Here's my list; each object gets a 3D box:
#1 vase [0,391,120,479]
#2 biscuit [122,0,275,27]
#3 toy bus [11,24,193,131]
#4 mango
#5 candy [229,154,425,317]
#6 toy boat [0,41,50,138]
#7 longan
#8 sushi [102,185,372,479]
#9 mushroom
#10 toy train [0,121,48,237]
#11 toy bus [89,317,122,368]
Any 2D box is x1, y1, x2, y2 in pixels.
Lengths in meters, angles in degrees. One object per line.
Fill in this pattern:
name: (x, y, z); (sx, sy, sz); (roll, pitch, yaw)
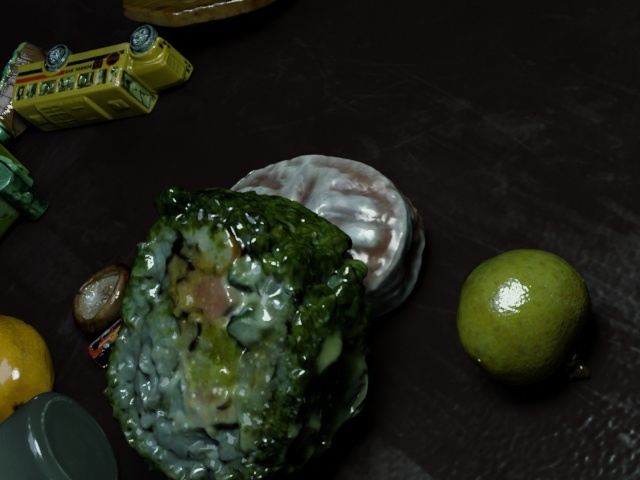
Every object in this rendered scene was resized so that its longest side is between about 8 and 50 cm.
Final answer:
vase: (-0.438, 0.350, 1.452); (0.321, 0.173, 0.173); (-34, 43, 14)
biscuit: (-0.187, -0.466, 1.972); (0.359, 0.046, 0.359); (-11, 34, 7)
toy bus: (-0.396, -0.282, 1.972); (0.336, 0.121, 0.123); (-5, 61, 30)
mango: (-0.506, 0.189, 1.654); (0.295, 0.120, 0.177); (23, 77, 45)
candy: (0.000, 0.000, 1.450); (0.290, 0.157, 0.214); (9, 78, 31)
toy boat: (-0.597, -0.246, 2.084); (0.099, 0.108, 0.292); (22, 72, 28)
longan: (0.238, 0.092, 1.242); (0.154, 0.176, 0.145); (-50, -2, 13)
sushi: (-0.091, 0.124, 1.299); (0.294, 0.178, 0.351); (21, 102, 32)
mushroom: (-0.323, 0.089, 1.661); (0.123, 0.052, 0.123); (-30, 36, 26)
toy train: (-0.659, -0.036, 1.921); (0.397, 0.160, 0.253); (-48, 51, -10)
toy bus: (-0.291, 0.137, 1.617); (0.110, 0.031, 0.043); (-41, 41, -5)
